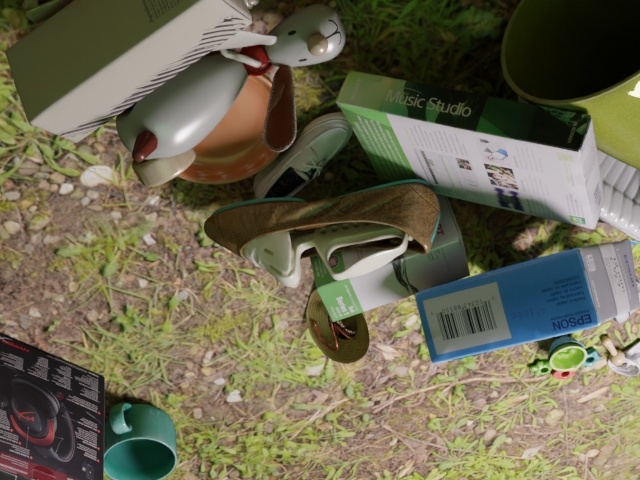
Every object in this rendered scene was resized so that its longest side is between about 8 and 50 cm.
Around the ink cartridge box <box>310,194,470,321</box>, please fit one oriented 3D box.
[{"bbox_3d":[0.096,0.006,1.576,0.219,0.160,0.093,-18,135,6],"label":"ink cartridge box"}]

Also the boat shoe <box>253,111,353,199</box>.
[{"bbox_3d":[-0.025,-0.109,1.516,0.184,0.063,0.066,-33,130,20],"label":"boat shoe"}]

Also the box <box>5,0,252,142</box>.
[{"bbox_3d":[-0.224,-0.236,1.235,0.275,0.113,0.094,-30,158,19],"label":"box"}]

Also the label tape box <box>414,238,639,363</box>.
[{"bbox_3d":[0.327,0.085,1.570,0.249,0.115,0.347,-18,172,29],"label":"label tape box"}]

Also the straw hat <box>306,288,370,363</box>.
[{"bbox_3d":[0.045,0.127,1.738,0.061,0.144,0.145,-27,146,-41],"label":"straw hat"}]

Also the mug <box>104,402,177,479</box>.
[{"bbox_3d":[-0.311,0.335,1.838,0.129,0.097,0.158,8,129,-17],"label":"mug"}]

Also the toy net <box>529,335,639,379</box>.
[{"bbox_3d":[0.502,0.225,1.928,0.232,0.045,0.122,8,129,-17],"label":"toy net"}]

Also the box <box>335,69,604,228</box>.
[{"bbox_3d":[0.201,-0.117,1.396,0.321,0.059,0.232,13,162,23],"label":"box"}]

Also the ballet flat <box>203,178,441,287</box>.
[{"bbox_3d":[0.000,0.000,1.488,0.342,0.124,0.116,-7,152,8],"label":"ballet flat"}]

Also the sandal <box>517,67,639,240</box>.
[{"bbox_3d":[0.393,-0.106,1.566,0.416,0.169,0.102,36,157,-35],"label":"sandal"}]

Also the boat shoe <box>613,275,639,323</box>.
[{"bbox_3d":[0.485,0.082,1.735,0.076,0.083,0.226,-45,167,8],"label":"boat shoe"}]

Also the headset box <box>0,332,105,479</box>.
[{"bbox_3d":[-0.455,0.312,1.658,0.218,0.293,0.110,30,120,-32],"label":"headset box"}]

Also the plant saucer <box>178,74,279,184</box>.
[{"bbox_3d":[-0.143,-0.165,1.462,0.199,0.037,0.200,-5,131,-5],"label":"plant saucer"}]

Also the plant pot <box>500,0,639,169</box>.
[{"bbox_3d":[0.426,-0.205,1.376,0.274,0.275,0.293,-36,129,20],"label":"plant pot"}]

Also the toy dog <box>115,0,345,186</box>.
[{"bbox_3d":[-0.132,-0.185,1.314,0.220,0.161,0.334,38,107,-23],"label":"toy dog"}]

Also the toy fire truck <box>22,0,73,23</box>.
[{"bbox_3d":[-0.300,-0.284,1.261,0.135,0.047,0.192,-8,154,-32],"label":"toy fire truck"}]
